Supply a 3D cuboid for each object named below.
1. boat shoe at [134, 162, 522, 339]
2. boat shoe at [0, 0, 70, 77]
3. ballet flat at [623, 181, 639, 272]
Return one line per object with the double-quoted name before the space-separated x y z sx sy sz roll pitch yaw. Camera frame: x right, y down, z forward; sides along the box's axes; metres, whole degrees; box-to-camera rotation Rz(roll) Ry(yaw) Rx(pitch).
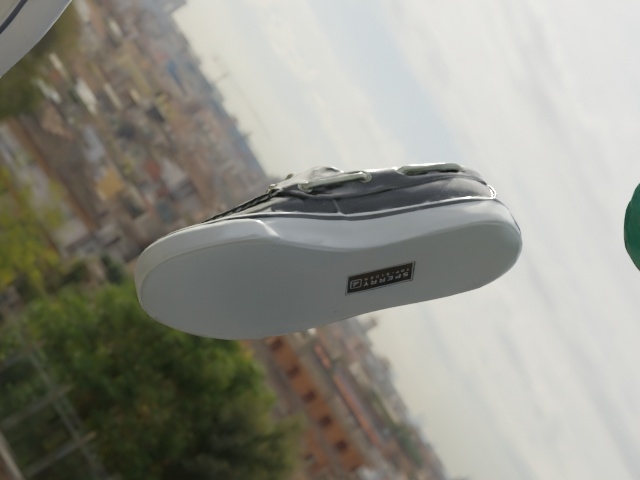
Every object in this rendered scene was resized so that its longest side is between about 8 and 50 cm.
"boat shoe" 0.000 0.000 0.852 0.077 0.219 0.070 104 -29 -42
"boat shoe" -0.228 -0.142 0.952 0.084 0.258 0.095 36 32 -28
"ballet flat" 0.217 -0.084 0.762 0.083 0.247 0.087 28 0 -34
